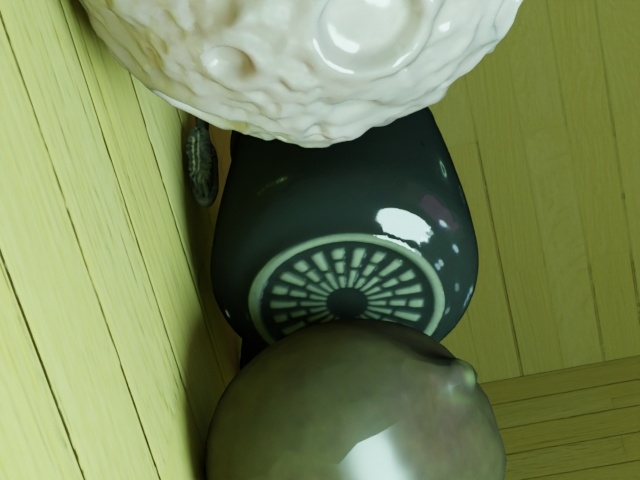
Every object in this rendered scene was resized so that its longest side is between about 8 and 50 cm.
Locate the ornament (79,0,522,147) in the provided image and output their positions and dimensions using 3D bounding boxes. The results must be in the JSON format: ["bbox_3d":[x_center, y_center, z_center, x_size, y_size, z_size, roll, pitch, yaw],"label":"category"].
[{"bbox_3d":[-0.014,-0.182,0.744,0.225,0.259,0.259,63,16,-46],"label":"ornament"}]

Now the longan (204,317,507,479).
[{"bbox_3d":[0.018,0.127,0.853,0.189,0.189,0.189,-11,90,-84],"label":"longan"}]

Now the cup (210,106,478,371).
[{"bbox_3d":[0.000,0.000,0.974,0.223,0.169,0.176,-54,-152,37],"label":"cup"}]

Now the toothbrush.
[{"bbox_3d":[-0.089,-0.156,1.043,0.031,0.023,0.321,88,-4,-53],"label":"toothbrush"}]
